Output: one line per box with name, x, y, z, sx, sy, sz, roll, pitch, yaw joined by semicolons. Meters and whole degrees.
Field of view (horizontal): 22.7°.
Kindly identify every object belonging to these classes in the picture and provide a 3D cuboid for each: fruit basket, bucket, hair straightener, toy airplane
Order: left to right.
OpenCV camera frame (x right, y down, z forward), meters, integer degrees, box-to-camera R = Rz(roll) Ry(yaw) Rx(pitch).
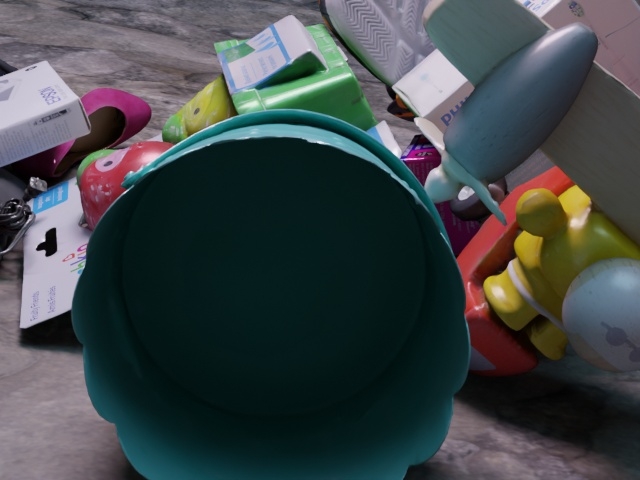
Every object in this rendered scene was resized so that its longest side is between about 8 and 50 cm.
hair straightener;-0.302;-0.029;1.514;0.047;0.089;0.230;36;10;-14
fruit basket;-0.119;-0.069;1.461;0.353;0.165;0.327;-20;24;0
bucket;-0.031;0.042;1.131;0.281;0.281;0.183;6;14;-3
toy airplane;0.261;-0.012;1.246;0.386;0.384;0.272;7;40;9

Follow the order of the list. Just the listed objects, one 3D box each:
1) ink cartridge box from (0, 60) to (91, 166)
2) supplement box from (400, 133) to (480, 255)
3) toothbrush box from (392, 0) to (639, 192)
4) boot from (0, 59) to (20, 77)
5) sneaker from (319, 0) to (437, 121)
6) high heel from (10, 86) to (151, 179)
ink cartridge box;-0.366;-0.114;1.668;0.224;0.045;0.223;-24;22;-11
supplement box;0.200;-0.052;1.673;0.220;0.114;0.111;-1;17;13
toothbrush box;0.245;-0.092;1.494;0.295;0.216;0.126;47;4;-22
boot;-0.460;-0.176;1.903;0.246;0.094;0.207;23;19;26
sneaker;0.095;-0.179;1.624;0.321;0.125;0.180;27;-13;-32
high heel;-0.260;-0.117;1.834;0.117;0.082;0.244;30;23;32
